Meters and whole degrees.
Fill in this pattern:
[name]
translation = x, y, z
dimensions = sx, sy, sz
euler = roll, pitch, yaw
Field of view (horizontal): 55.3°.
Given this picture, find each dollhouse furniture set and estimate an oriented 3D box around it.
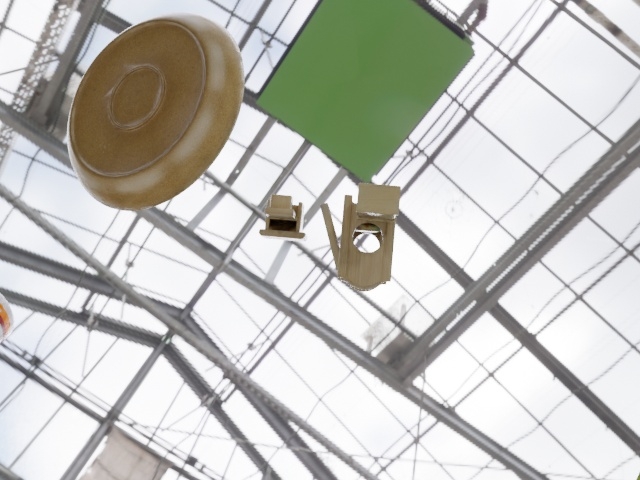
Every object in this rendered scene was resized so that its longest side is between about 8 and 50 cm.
[dollhouse furniture set]
translation = 0.000, 0.000, 0.675
dimensions = 0.161, 0.182, 0.101
euler = 5, -96, 5

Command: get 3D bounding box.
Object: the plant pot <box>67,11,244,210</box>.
[plant pot]
translation = -0.190, -0.148, 0.657
dimensions = 0.237, 0.032, 0.236
euler = -8, -109, 25

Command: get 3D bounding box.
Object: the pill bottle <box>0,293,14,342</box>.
[pill bottle]
translation = -0.398, 0.112, 0.625
dimensions = 0.086, 0.152, 0.086
euler = 8, -58, 12

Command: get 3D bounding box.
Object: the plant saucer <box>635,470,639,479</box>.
[plant saucer]
translation = 0.423, 0.301, 0.763
dimensions = 0.037, 0.241, 0.240
euler = 24, -60, 30
